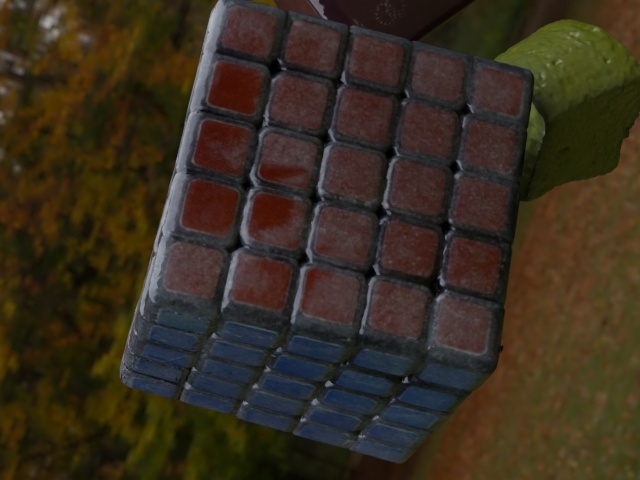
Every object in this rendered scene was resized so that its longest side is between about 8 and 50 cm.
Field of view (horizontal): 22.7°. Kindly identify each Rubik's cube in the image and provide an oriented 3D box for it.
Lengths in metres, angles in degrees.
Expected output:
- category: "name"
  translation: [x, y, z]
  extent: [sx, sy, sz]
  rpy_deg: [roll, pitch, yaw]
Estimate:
- category: "Rubik's cube"
  translation: [0.000, 0.000, 1.142]
  extent: [0.237, 0.237, 0.238]
  rpy_deg: [119, 166, -65]

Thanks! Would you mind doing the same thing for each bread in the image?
- category: "bread"
  translation: [0.175, -0.102, 1.228]
  extent: [0.114, 0.111, 0.129]
  rpy_deg: [-29, -40, -33]

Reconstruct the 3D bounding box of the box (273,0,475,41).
- category: "box"
  translation: [0.080, -0.261, 1.310]
  extent: [0.294, 0.167, 0.193]
  rpy_deg: [-35, 3, -6]
